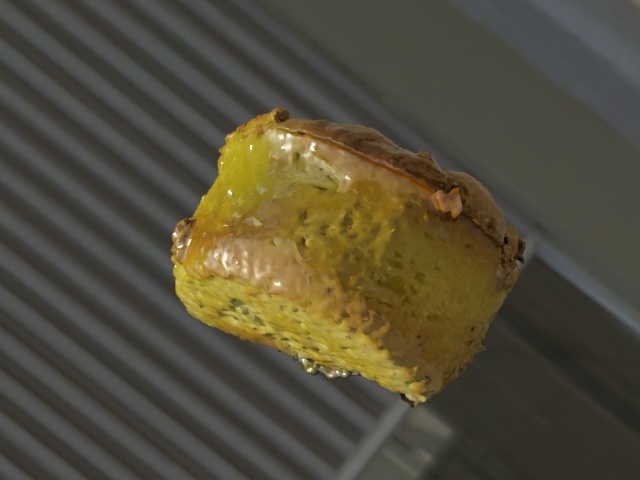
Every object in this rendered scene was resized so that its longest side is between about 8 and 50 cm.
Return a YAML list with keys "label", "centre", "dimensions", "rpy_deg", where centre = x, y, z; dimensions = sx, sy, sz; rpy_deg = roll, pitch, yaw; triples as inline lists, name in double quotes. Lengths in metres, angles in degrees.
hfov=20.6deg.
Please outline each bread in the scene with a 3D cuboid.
- label: "bread"
  centre: [-0.002, -0.003, 1.220]
  dimensions: [0.260, 0.160, 0.147]
  rpy_deg: [21, 165, 37]
